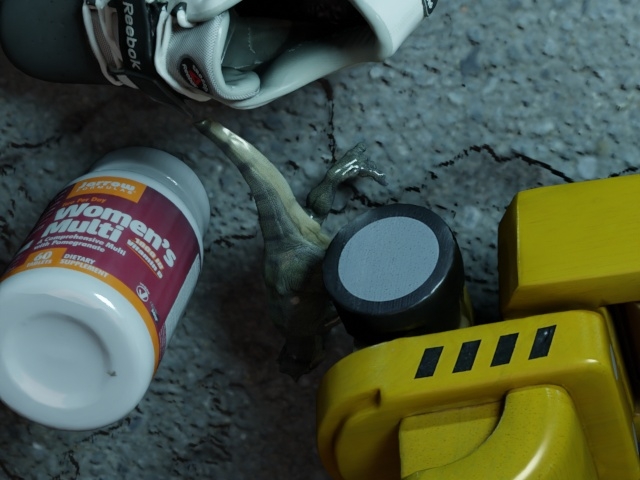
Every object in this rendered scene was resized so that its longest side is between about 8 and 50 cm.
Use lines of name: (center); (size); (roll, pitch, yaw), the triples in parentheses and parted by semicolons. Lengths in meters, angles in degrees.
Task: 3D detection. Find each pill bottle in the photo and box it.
pill bottle: (-0.149, 0.025, 1.253); (0.121, 0.221, 0.121); (5, 119, 9)

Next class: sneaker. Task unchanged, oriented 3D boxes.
sneaker: (-0.085, -0.147, 1.184); (0.330, 0.146, 0.122); (-8, 123, 24)

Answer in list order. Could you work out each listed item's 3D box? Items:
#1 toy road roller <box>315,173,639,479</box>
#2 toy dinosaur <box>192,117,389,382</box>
toy road roller: (0.160, 0.111, 1.207); (0.329, 0.240, 0.202); (-10, 140, 12)
toy dinosaur: (0.000, 0.000, 1.285); (0.118, 0.064, 0.268); (-27, 132, -12)
